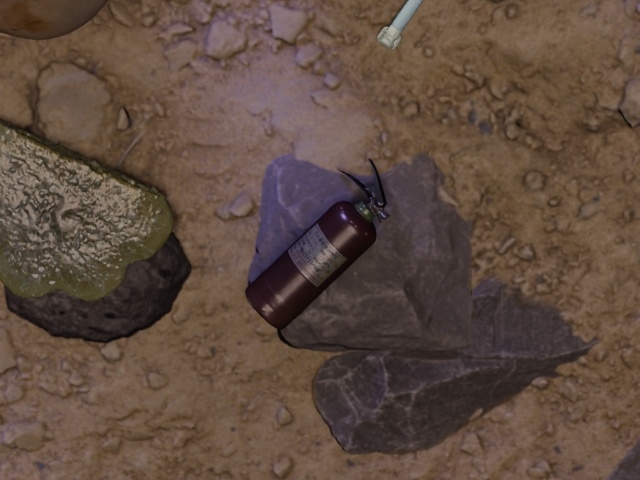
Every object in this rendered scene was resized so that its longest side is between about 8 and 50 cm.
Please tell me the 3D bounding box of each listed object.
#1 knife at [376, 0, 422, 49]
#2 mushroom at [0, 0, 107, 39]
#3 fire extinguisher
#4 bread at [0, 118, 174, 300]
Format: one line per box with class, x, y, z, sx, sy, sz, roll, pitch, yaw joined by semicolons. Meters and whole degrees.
knife;0.103;-0.272;2.004;0.027;0.010;0.096;32;104;-11
mushroom;-0.322;-0.377;1.847;0.290;0.297;0.297;-45;109;-26
fire extinguisher;0.000;0.000;2.076;0.231;0.071;0.099;-46;77;13
bread;-0.333;-0.020;2.068;0.286;0.056;0.207;21;107;-7
